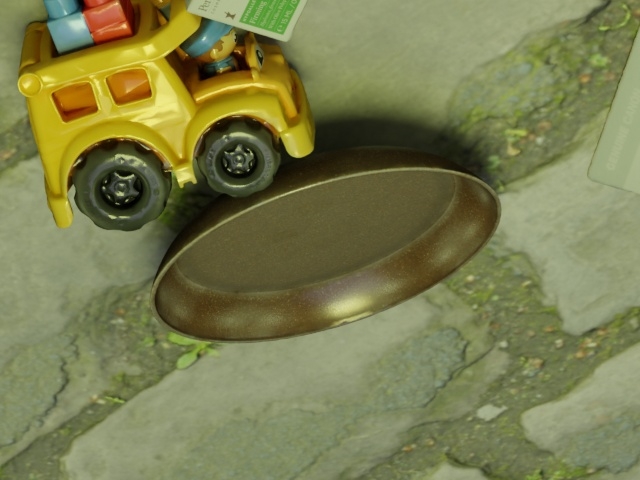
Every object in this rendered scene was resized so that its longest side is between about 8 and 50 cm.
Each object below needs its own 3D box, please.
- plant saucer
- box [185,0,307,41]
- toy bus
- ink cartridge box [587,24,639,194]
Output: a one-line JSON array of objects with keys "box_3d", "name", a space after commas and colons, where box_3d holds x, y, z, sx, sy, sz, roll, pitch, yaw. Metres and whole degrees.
[{"box_3d": [0.000, 0.000, 1.572, 0.311, 0.050, 0.310, -15, 157, -7], "name": "plant saucer"}, {"box_3d": [-0.047, -0.226, 1.382, 0.087, 0.102, 0.101, 15, 130, -18], "name": "box"}, {"box_3d": [-0.132, -0.139, 1.441, 0.220, 0.149, 0.211, -15, 117, 3], "name": "toy bus"}, {"box_3d": [0.455, -0.136, 1.569, 0.385, 0.091, 0.308, 15, 131, 3], "name": "ink cartridge box"}]
